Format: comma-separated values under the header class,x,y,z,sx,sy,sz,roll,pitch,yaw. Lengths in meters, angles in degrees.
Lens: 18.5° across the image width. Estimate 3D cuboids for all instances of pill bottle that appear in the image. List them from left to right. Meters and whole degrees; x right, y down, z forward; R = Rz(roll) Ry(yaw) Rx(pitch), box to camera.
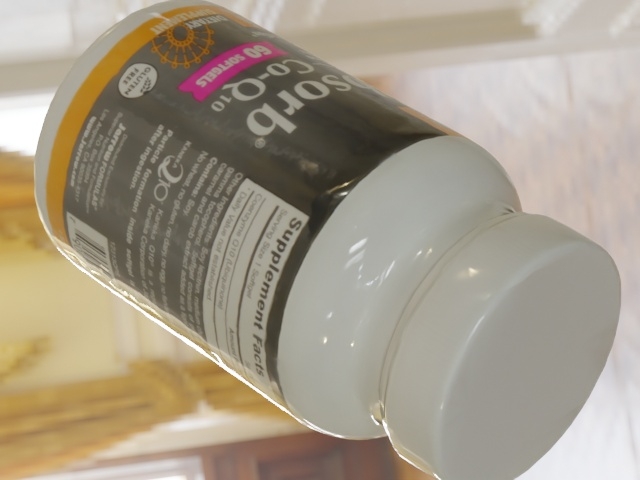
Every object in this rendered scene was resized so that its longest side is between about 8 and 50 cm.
class,x,y,z,sx,sy,sz,roll,pitch,yaw
pill bottle,0.000,0.000,0.974,0.278,0.162,0.162,31,136,34
